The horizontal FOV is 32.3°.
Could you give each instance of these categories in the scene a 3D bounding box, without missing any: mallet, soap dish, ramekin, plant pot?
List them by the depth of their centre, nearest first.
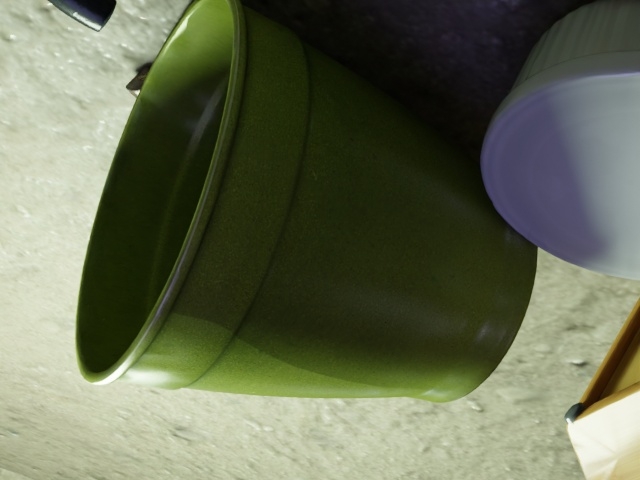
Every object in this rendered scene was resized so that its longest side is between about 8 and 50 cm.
[{"bbox_3d":[0.282,-0.091,0.941,0.272,0.127,0.273,13,146,9],"label":"ramekin"},{"bbox_3d":[-0.184,-0.257,1.016,0.062,0.039,0.189,37,139,-23],"label":"mallet"},{"bbox_3d":[0.000,0.000,1.047,0.353,0.367,0.366,19,149,-22],"label":"plant pot"},{"bbox_3d":[0.372,0.103,1.055,0.118,0.291,0.229,42,144,-2],"label":"soap dish"}]

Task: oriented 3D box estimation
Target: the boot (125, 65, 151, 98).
[{"bbox_3d":[-0.139,-0.138,1.165,0.106,0.037,0.114,-7,134,30],"label":"boot"}]
